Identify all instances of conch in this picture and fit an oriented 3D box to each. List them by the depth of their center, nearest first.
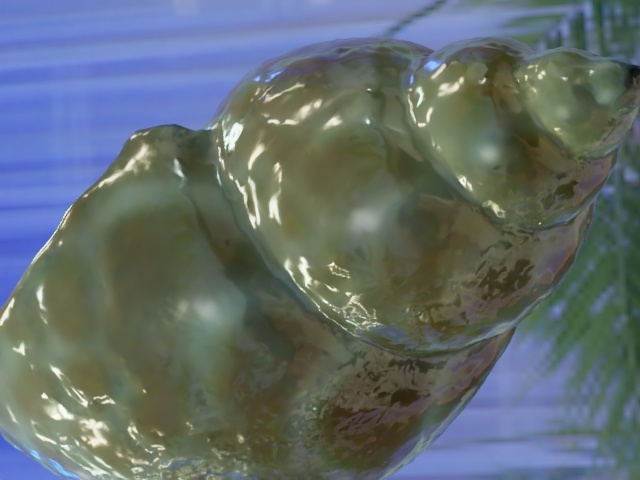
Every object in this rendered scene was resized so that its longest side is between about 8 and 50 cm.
[{"bbox_3d":[-0.003,0.013,0.487,0.106,0.173,0.116,51,175,42],"label":"conch"}]
